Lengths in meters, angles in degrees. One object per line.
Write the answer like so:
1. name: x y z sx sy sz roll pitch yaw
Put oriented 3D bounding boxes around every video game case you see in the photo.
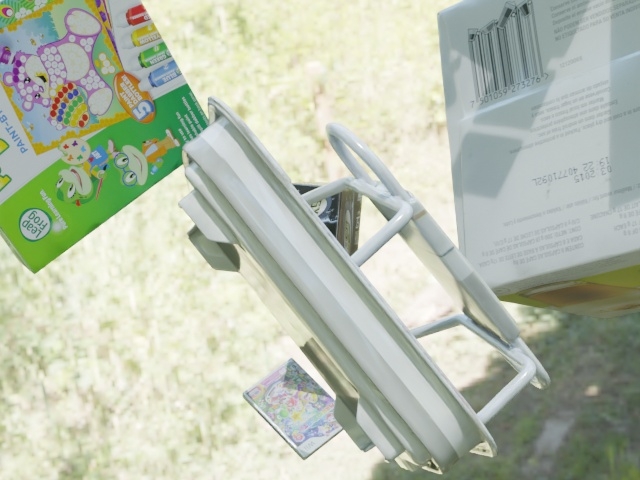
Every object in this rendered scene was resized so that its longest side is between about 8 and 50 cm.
1. video game case: -0.029 0.215 1.511 0.087 0.011 0.122 -34 62 -28

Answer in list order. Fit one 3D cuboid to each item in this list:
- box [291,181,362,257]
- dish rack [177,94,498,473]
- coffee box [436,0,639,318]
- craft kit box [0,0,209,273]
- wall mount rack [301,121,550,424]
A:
1. box: 0.000 0.000 1.503 0.077 0.148 0.180 5 4 10
2. dish rack: -0.008 0.056 0.935 0.072 0.333 0.285 -39 -3 -9
3. coffee box: 0.370 -0.116 1.313 0.337 0.338 0.334 -16 -19 39
4. craft kit box: -0.261 -0.137 1.177 0.246 0.250 0.061 -38 30 -15
5. wall mount rack: 0.062 0.045 1.167 0.130 0.350 0.304 -42 20 -6
